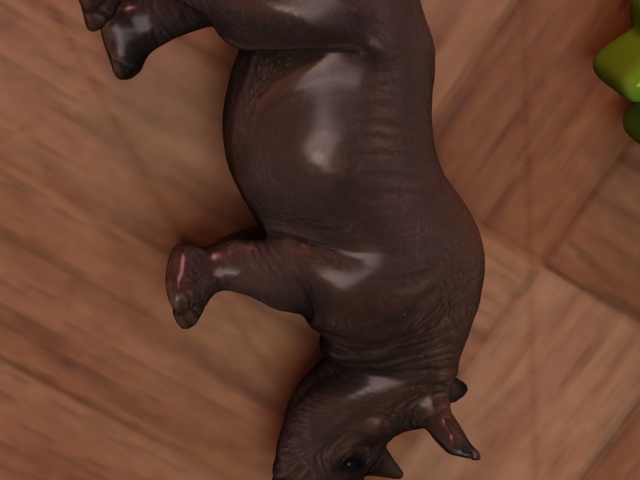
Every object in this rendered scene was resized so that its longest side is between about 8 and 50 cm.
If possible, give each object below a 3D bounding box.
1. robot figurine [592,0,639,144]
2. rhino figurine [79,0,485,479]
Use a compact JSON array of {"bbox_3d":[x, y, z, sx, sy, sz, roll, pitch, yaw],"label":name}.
[{"bbox_3d":[0.152,-0.073,0.545,0.115,0.067,0.101,-30,108,2],"label":"robot figurine"},{"bbox_3d":[0.000,0.000,0.546,0.106,0.073,0.243,-15,112,0],"label":"rhino figurine"}]
